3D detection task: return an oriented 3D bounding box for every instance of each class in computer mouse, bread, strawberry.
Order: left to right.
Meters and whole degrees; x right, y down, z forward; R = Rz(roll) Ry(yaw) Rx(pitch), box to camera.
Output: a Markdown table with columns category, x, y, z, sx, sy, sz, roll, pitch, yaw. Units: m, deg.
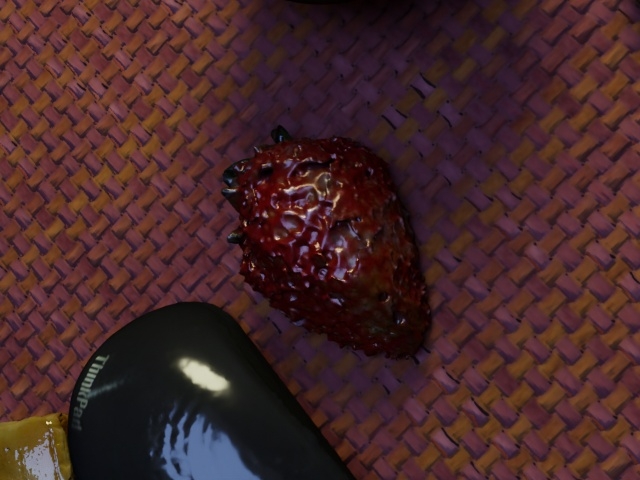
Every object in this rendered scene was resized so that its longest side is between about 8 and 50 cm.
| category | x | y | z | sx | sy | sz | roll | pitch | yaw |
| --- | --- | --- | --- | --- | --- | --- | --- | --- | --- |
| bread | -0.252 | 0.183 | 0.985 | 0.132 | 0.053 | 0.074 | -16 | 75 | 17 |
| computer mouse | -0.091 | 0.163 | 0.898 | 0.170 | 0.100 | 0.269 | -47 | 67 | 11 |
| strawberry | -0.003 | -0.002 | 0.901 | 0.140 | 0.085 | 0.192 | -11 | 78 | 18 |

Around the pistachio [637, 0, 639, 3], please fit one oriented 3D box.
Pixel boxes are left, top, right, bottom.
| category | x | y | z | sx | sy | sz | roll | pitch | yaw |
| --- | --- | --- | --- | --- | --- | --- | --- | --- | --- |
| pistachio | 0.241 | -0.204 | 0.823 | 0.113 | 0.113 | 0.149 | -49 | 62 | 8 |

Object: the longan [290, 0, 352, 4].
| category | x | y | z | sx | sy | sz | roll | pitch | yaw |
| --- | --- | --- | --- | --- | --- | --- | --- | --- | --- |
| longan | -0.004 | -0.291 | 0.861 | 0.258 | 0.258 | 0.258 | -4 | 79 | 22 |
